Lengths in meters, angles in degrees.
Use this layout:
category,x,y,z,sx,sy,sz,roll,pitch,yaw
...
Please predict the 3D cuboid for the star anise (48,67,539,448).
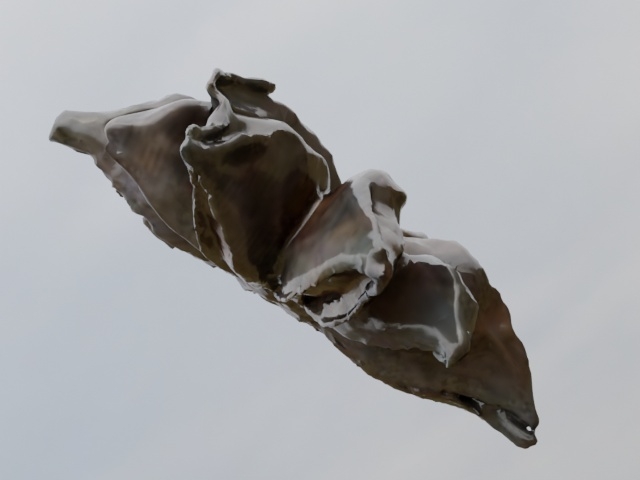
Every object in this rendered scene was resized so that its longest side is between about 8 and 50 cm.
category,x,y,z,sx,sy,sz,roll,pitch,yaw
star anise,0.000,0.000,0.677,0.182,0.195,0.065,38,-100,-29
